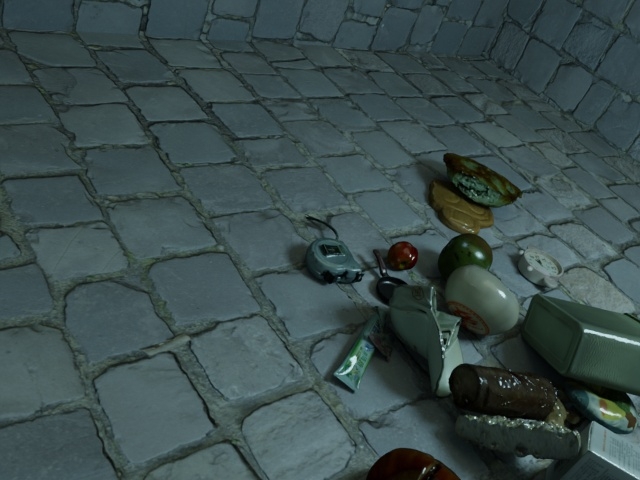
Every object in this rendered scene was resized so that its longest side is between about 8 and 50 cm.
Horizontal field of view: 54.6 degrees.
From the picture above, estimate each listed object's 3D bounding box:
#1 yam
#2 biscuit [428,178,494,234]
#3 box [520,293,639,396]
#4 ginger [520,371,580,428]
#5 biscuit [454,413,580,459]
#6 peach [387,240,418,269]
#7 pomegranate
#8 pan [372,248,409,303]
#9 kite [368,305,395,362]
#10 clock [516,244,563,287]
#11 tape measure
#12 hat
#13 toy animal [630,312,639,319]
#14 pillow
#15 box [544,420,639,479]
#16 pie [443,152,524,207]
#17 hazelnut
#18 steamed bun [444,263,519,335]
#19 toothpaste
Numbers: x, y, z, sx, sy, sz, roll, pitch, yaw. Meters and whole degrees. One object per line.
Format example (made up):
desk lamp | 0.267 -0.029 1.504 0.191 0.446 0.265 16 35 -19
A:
yam | 0.460 0.387 1.572 0.279 0.131 0.131 14 35 -29
biscuit | 0.551 -0.144 2.414 0.269 0.051 0.376 22 35 -5
box | 0.810 0.300 1.786 0.343 0.177 0.352 16 10 -6
ginger | 0.641 0.460 1.674 0.149 0.065 0.259 9 36 -23
biscuit | 0.478 0.464 1.465 0.281 0.084 0.179 -2 -14 36
peach | 0.260 0.045 1.971 0.100 0.101 0.101 15 36 -11
pomegranate | 0.487 0.086 1.988 0.224 0.181 0.181 40 36 -4
pan | 0.201 0.116 1.887 0.115 0.040 0.212 -3 50 -31
kite | 0.166 0.251 1.662 0.139 0.011 0.157 13 60 -52
clock | 0.782 0.099 2.218 0.155 0.063 0.229 10 35 -13
tape measure | 0.001 -0.001 1.893 0.164 0.084 0.330 0 43 -35
hat | 0.277 0.271 1.658 0.258 0.168 0.301 40 41 -50
toy animal | 1.147 0.307 2.109 0.168 0.121 0.233 41 41 6
pillow | 0.773 0.444 1.722 0.214 0.086 0.233 34 25 20
box | 0.701 0.581 1.427 0.299 0.200 0.106 29 36 8
pie | 0.636 -0.237 2.469 0.354 0.103 0.288 30 25 3
hazelnut | 0.201 0.511 1.264 0.212 0.181 0.181 29 55 25
steamed bun | 0.456 0.188 1.812 0.145 0.232 0.232 -43 65 -12
toothpaste | 0.116 0.278 1.632 0.075 0.048 0.297 39 39 -1
